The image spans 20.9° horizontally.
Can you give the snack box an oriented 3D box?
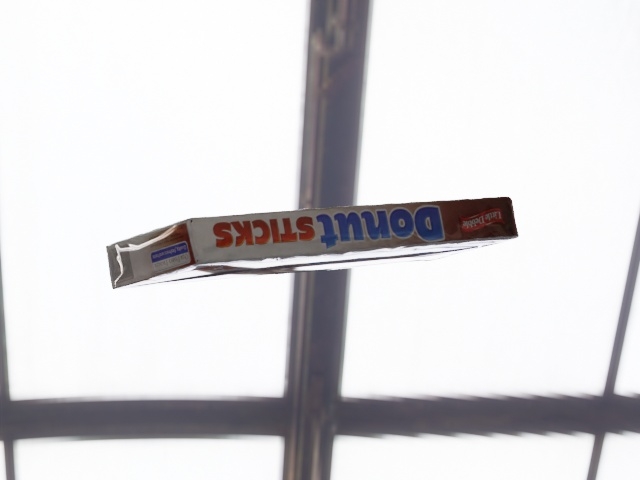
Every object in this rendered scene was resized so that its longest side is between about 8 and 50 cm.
[{"bbox_3d":[0.000,0.000,0.745,0.178,0.022,0.064,-5,172,-39],"label":"snack box"}]
